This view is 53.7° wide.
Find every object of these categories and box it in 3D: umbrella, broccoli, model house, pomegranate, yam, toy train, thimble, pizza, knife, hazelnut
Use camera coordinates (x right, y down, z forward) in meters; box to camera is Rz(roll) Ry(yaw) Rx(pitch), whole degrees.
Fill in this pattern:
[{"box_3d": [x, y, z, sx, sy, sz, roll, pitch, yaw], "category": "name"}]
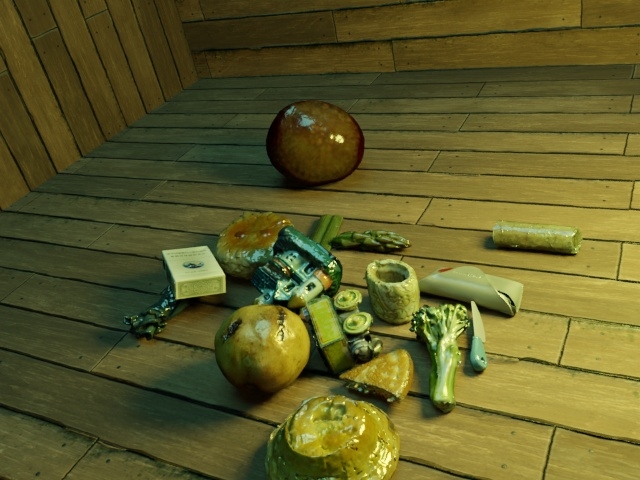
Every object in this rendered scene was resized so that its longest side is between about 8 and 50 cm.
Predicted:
[{"box_3d": [-0.496, 0.198, 2.105, 0.143, 0.094, 0.349, 20, 41, 29], "category": "umbrella"}, {"box_3d": [0.312, 0.300, 1.635, 0.164, 0.146, 0.304, 2, 45, 6], "category": "broccoli"}, {"box_3d": [-0.110, 0.134, 1.959, 0.253, 0.184, 0.291, 40, 69, 19], "category": "model house"}, {"box_3d": [-0.157, 0.289, 1.712, 0.260, 0.260, 0.260, -10, 32, 6], "category": "pomegranate"}, {"box_3d": [0.682, -0.012, 1.991, 0.259, 0.093, 0.093, 6, 37, 28], "category": "yam"}, {"box_3d": [0.065, 0.252, 1.781, 0.177, 0.134, 0.261, -24, 32, 0], "category": "toy train"}, {"box_3d": [0.208, 0.146, 1.874, 0.137, 0.144, 0.190, -30, 35, -23], "category": "thimble"}, {"box_3d": [0.146, 0.362, 1.647, 0.198, 0.062, 0.188, -8, 27, 21], "category": "pizza"}, {"box_3d": [0.427, 0.257, 1.709, 0.032, 0.058, 0.244, -41, 18, 32], "category": "knife"}, {"box_3d": [-0.023, -0.399, 2.639, 0.420, 0.353, 0.421, -13, -3, -1], "category": "hazelnut"}]

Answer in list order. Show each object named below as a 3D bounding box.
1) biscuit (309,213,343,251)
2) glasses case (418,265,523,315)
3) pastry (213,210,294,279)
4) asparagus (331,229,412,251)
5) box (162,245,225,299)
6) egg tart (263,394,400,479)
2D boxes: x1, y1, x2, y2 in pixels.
[{"box_3d": [0.000, 0.000, 2.278, 0.099, 0.038, 0.322, 3, 35, 19], "category": "biscuit"}, {"box_3d": [0.443, 0.129, 1.867, 0.308, 0.083, 0.128, 12, 41, 34], "category": "glasses case"}, {"box_3d": [-0.225, 0.024, 2.229, 0.329, 0.136, 0.330, -9, 34, 6], "category": "pastry"}, {"box_3d": [0.179, -0.002, 2.180, 0.287, 0.080, 0.080, 6, 37, 27], "category": "asparagus"}, {"box_3d": [-0.426, 0.103, 2.109, 0.164, 0.069, 0.256, -6, 24, -21], "category": "box"}, {"box_3d": [0.018, 0.468, 1.466, 0.341, 0.129, 0.341, -11, 32, 7], "category": "egg tart"}]
